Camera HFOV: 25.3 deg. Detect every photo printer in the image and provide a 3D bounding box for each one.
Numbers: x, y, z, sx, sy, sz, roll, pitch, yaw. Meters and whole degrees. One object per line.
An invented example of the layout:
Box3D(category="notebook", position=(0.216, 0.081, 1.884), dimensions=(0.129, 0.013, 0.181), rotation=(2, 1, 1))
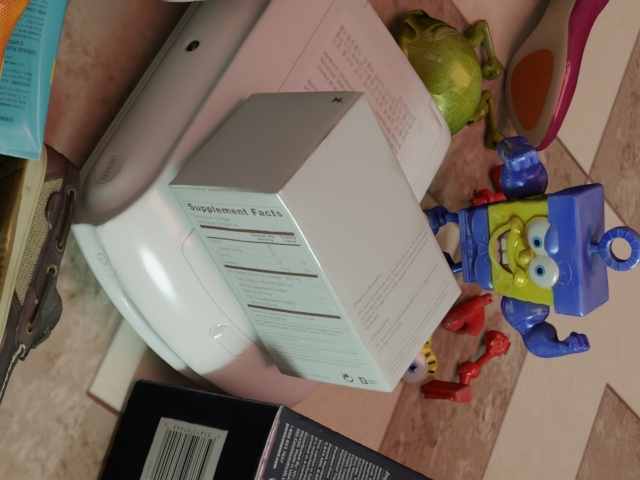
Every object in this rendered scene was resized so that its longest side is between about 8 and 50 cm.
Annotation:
Box3D(category="photo printer", position=(-0.042, -0.042, 1.075), dimensions=(0.256, 0.107, 0.308), rotation=(50, 58, -38))

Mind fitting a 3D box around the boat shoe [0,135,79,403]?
Box3D(category="boat shoe", position=(-0.201, 0.040, 0.921), dimensions=(0.073, 0.080, 0.224), rotation=(23, 71, -42))

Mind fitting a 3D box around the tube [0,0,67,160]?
Box3D(category="tube", position=(-0.195, -0.156, 0.924), dimensions=(0.052, 0.080, 0.207), rotation=(53, 48, -71))

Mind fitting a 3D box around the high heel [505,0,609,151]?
Box3D(category="high heel", position=(0.252, -0.191, 1.423), dimensions=(0.117, 0.082, 0.244), rotation=(22, 63, -37))

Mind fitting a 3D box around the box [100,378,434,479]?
Box3D(category="box", position=(-0.038, 0.192, 1.064), dimensions=(0.207, 0.153, 0.108), rotation=(33, 69, -44))

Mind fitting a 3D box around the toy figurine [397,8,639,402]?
Box3D(category="toy figurine", position=(0.197, -0.028, 1.269), dimensions=(0.191, 0.217, 0.363), rotation=(-13, 103, -48))

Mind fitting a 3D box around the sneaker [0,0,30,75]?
Box3D(category="sneaker", position=(-0.226, -0.089, 0.879), dimensions=(0.067, 0.064, 0.175), rotation=(35, 85, -26))

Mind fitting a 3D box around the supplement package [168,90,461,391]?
Box3D(category="supplement package", position=(0.000, 0.000, 0.964), dimensions=(0.105, 0.105, 0.179), rotation=(-50, 127, -32))
